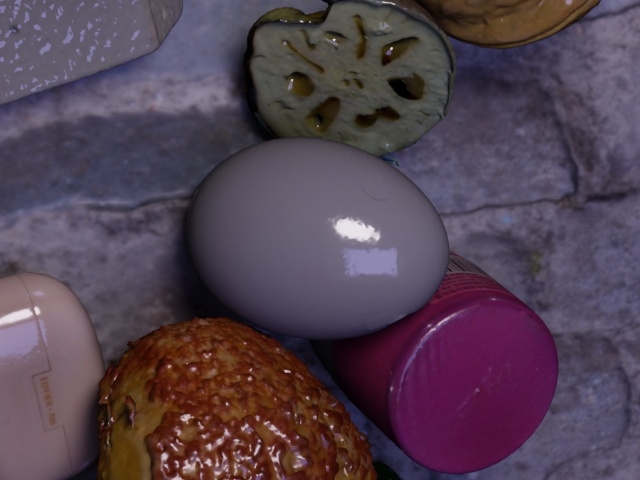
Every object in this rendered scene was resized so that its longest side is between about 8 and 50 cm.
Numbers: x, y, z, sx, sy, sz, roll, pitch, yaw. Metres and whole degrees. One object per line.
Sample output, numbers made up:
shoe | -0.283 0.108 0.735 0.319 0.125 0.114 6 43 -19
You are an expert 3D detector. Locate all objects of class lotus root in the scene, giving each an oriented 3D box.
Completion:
lotus root | 0.025 -0.162 1.573 0.183 0.078 0.203 7 142 -3

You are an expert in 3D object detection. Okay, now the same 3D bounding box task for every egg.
egg | 0.000 0.000 1.572 0.232 0.176 0.176 12 111 17

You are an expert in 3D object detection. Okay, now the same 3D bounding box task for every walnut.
walnut | 0.167 -0.271 1.553 0.228 0.228 0.228 -10 114 -22

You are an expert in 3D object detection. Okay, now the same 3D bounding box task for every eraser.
eraser | -0.269 -0.173 1.458 0.352 0.077 0.111 -21 121 -17

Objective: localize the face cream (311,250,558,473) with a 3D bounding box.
face cream | 0.101 0.100 1.677 0.175 0.195 0.175 -9 114 -21

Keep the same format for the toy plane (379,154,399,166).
toy plane | 0.032 -0.072 1.669 0.080 0.033 0.083 -22 111 -16

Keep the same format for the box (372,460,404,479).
box | 0.003 0.322 1.790 0.199 0.081 0.135 -20 118 -19

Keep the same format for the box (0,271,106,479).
box | -0.260 0.125 1.575 0.146 0.088 0.200 -19 118 -19

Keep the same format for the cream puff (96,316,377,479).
cream puff | -0.064 0.228 1.559 0.229 0.350 0.350 -7 116 6
